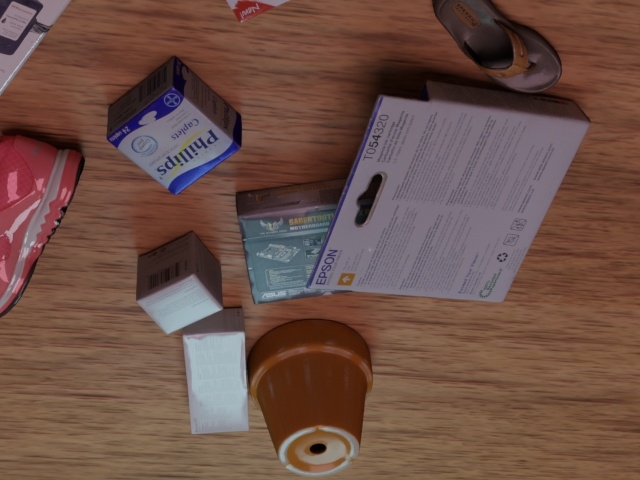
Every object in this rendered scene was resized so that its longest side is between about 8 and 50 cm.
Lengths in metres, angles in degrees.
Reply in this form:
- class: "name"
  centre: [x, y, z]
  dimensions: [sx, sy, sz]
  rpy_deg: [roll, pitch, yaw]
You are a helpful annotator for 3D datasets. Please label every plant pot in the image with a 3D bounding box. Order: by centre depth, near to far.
- class: "plant pot"
  centre: [-0.011, 0.263, 1.954]
  dimensions: [0.205, 0.188, 0.205]
  rpy_deg: [-3, 132, -4]

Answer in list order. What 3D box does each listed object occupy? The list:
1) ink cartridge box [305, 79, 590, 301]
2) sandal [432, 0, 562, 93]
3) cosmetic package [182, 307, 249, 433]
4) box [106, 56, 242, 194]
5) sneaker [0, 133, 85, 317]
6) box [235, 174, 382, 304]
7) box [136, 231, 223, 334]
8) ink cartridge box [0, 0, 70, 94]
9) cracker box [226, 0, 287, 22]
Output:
- class: "ink cartridge box"
  centre: [0.167, -0.064, 1.706]
  dimensions: [0.330, 0.071, 0.324]
  rpy_deg: [6, 125, -23]
- class: "sandal"
  centre: [0.232, -0.256, 1.597]
  dimensions: [0.090, 0.060, 0.219]
  rpy_deg: [-36, 126, 24]
- class: "cosmetic package"
  centre: [-0.168, 0.212, 1.975]
  dimensions: [0.098, 0.060, 0.239]
  rpy_deg: [-4, 132, -6]
- class: "box"
  centre: [-0.194, -0.151, 1.636]
  dimensions: [0.126, 0.072, 0.137]
  rpy_deg: [-33, 128, 23]
- class: "sneaker"
  centre: [-0.445, -0.024, 1.716]
  dimensions: [0.136, 0.116, 0.314]
  rpy_deg: [26, 118, -14]
- class: "box"
  centre: [0.000, 0.000, 1.806]
  dimensions: [0.231, 0.056, 0.183]
  rpy_deg: [-8, 131, 0]
- class: "box"
  centre: [-0.207, 0.063, 1.808]
  dimensions: [0.101, 0.102, 0.087]
  rpy_deg: [-25, 128, 15]
- class: "ink cartridge box"
  centre: [-0.357, -0.297, 1.415]
  dimensions: [0.100, 0.172, 0.237]
  rpy_deg: [29, 123, -28]
- class: "cracker box"
  centre: [-0.081, -0.387, 1.437]
  dimensions: [0.155, 0.067, 0.232]
  rpy_deg: [-23, 131, 14]
